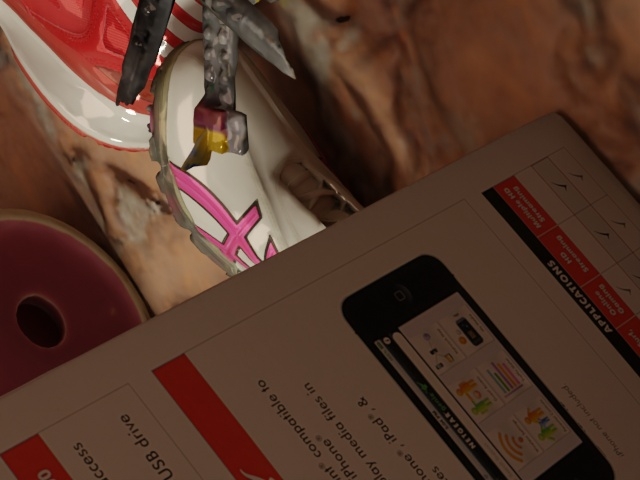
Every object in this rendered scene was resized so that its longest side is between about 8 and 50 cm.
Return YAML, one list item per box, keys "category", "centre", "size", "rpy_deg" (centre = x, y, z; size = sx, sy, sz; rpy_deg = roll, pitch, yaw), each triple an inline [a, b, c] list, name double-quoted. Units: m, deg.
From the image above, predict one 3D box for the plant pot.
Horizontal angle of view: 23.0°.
- category: "plant pot"
  centre: [-0.183, 0.083, 0.776]
  size: [0.180, 0.201, 0.201]
  rpy_deg: [-36, 84, 35]

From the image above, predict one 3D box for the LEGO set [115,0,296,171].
- category: "LEGO set"
  centre: [-0.071, -0.203, 0.455]
  size: [0.331, 0.192, 0.255]
  rpy_deg: [40, 125, 26]

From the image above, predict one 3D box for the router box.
- category: "router box"
  centre: [0.067, 0.151, 0.447]
  size: [0.335, 0.301, 0.082]
  rpy_deg: [52, 139, 13]

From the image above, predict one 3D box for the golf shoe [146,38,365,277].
- category: "golf shoe"
  centre: [0.000, 0.000, 0.621]
  size: [0.086, 0.067, 0.186]
  rpy_deg: [-11, 112, 44]

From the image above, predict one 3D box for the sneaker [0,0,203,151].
- category: "sneaker"
  centre: [-0.116, -0.152, 0.660]
  size: [0.221, 0.087, 0.128]
  rpy_deg: [40, 127, 8]
